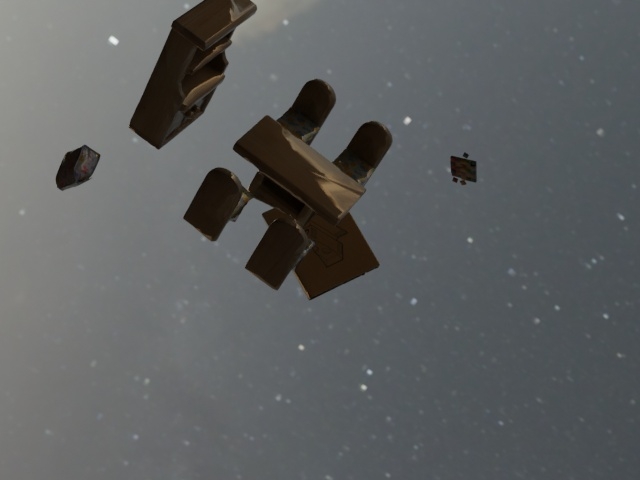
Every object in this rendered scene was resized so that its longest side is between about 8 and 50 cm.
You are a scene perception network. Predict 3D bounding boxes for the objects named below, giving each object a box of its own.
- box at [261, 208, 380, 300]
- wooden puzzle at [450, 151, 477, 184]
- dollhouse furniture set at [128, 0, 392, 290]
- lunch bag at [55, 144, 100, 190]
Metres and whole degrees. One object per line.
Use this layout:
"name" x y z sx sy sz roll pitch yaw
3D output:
"box" 0.000 0.000 2.177 0.164 0.201 0.021 -25 166 -19
"wooden puzzle" 0.262 -0.130 1.996 0.049 0.083 0.006 16 -129 24
"dollhouse furniture set" -0.089 -0.195 1.845 0.362 0.394 0.256 -49 175 -47
"lunch bag" -0.473 -0.135 2.116 0.071 0.053 0.083 -16 -133 45
